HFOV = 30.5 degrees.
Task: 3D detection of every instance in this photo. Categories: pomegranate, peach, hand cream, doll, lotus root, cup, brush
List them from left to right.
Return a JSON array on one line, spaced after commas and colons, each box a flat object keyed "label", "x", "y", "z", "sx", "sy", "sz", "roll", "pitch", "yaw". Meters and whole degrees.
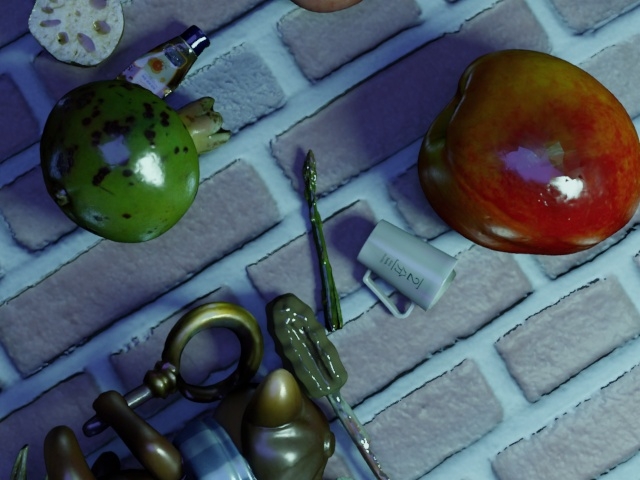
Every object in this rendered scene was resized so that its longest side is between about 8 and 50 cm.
[{"label": "lotus root", "x": -0.300, "y": -0.274, "z": 1.480, "sx": 0.112, "sy": 0.081, "sz": 0.122, "roll": 19, "pitch": 83, "yaw": 0}, {"label": "pomegranate", "x": -0.220, "y": -0.107, "z": 1.424, "sx": 0.248, "sy": 0.202, "sz": 0.202, "roll": -32, "pitch": 84, "yaw": -34}, {"label": "hand cream", "x": -0.211, "y": -0.210, "z": 1.497, "sx": 0.163, "sy": 0.039, "sz": 0.062, "roll": -42, "pitch": 102, "yaw": -3}, {"label": "doll", "x": -0.153, "y": 0.266, "z": 1.369, "sx": 0.339, "sy": 0.209, "sz": 0.318, "roll": -27, "pitch": 100, "yaw": -4}, {"label": "brush", "x": 0.020, "y": 0.201, "z": 1.437, "sx": 0.071, "sy": 0.084, "sz": 0.301, "roll": -30, "pitch": 91, "yaw": -5}, {"label": "cup", "x": 0.102, "y": 0.041, "z": 1.462, "sx": 0.116, "sy": 0.074, "sz": 0.104, "roll": 32, "pitch": 113, "yaw": 6}, {"label": "peach", "x": 0.266, "y": -0.089, "z": 1.419, "sx": 0.274, "sy": 0.245, "sz": 0.249, "roll": 22, "pitch": 112, "yaw": -9}]

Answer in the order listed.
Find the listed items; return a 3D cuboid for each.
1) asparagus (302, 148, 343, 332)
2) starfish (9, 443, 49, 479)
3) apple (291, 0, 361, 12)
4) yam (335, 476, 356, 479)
[{"label": "asparagus", "x": 0.000, "y": 0.000, "z": 1.483, "sx": 0.023, "sy": 0.022, "sz": 0.233, "roll": -11, "pitch": 85, "yaw": 20}, {"label": "starfish", "x": -0.366, "y": 0.349, "z": 1.411, "sx": 0.216, "sy": 0.050, "sz": 0.224, "roll": 27, "pitch": 104, "yaw": 15}, {"label": "apple", "x": 0.008, "y": -0.362, "z": 1.473, "sx": 0.153, "sy": 0.120, "sz": 0.154, "roll": 0, "pitch": 85, "yaw": -1}, {"label": "yam", "x": 0.023, "y": 0.455, "z": 1.379, "sx": 0.133, "sy": 0.133, "sz": 0.330, "roll": 19, "pitch": 87, "yaw": 1}]
